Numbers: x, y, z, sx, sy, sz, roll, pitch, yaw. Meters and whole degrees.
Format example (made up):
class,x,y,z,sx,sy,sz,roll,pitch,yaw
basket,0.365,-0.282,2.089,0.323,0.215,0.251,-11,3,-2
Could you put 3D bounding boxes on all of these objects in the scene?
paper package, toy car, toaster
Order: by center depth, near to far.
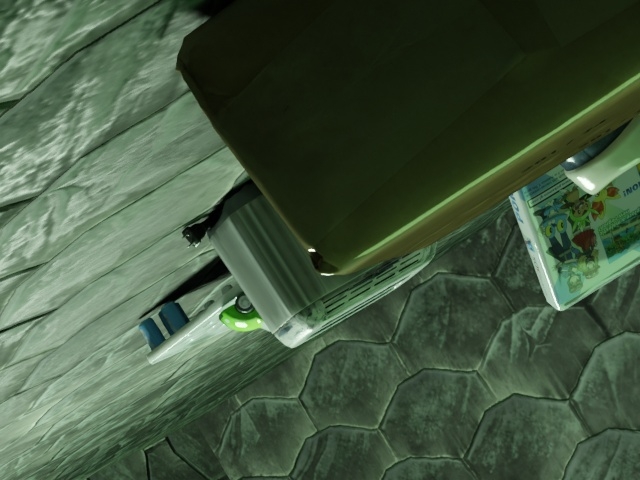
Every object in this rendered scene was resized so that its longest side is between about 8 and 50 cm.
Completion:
class,x,y,z,sx,sy,sz,roll,pitch,yaw
paper package,0.123,-0.135,1.034,0.325,0.168,0.309,-34,175,14
toaster,0.000,0.000,1.600,0.227,0.146,0.129,-28,172,-26
toy car,-0.006,0.045,1.878,0.225,0.053,0.239,-31,172,-9

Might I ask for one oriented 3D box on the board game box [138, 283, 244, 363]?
class,x,y,z,sx,sy,sz,roll,pitch,yaw
board game box,0.018,-0.013,1.996,0.390,0.050,0.390,-23,168,-49

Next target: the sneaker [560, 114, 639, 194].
class,x,y,z,sx,sy,sz,roll,pitch,yaw
sneaker,0.236,-0.190,1.453,0.131,0.148,0.350,-41,-166,33

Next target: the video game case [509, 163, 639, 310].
class,x,y,z,sx,sy,sz,roll,pitch,yaw
video game case,0.337,-0.124,1.780,0.329,0.300,0.036,-31,-148,-11
